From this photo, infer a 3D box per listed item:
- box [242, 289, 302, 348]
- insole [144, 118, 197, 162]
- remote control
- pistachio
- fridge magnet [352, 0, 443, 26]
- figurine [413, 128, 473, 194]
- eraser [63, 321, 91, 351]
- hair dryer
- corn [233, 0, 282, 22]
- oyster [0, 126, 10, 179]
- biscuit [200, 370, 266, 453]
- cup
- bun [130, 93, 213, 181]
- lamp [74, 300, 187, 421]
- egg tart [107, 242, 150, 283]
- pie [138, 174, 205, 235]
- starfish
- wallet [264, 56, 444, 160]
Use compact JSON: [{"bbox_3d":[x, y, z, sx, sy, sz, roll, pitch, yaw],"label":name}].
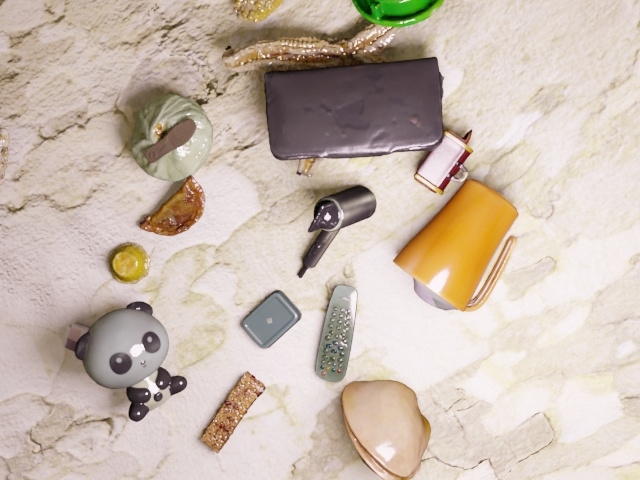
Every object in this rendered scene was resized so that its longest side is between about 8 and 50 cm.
[{"bbox_3d":[-0.112,0.180,1.853,0.126,0.031,0.091,-42,86,12],"label":"box"},{"bbox_3d":[-0.321,-0.213,1.760,0.135,0.002,0.045,-33,93,9],"label":"insole"},{"bbox_3d":[0.040,0.206,1.823,0.072,0.042,0.221,12,98,9],"label":"remote control"},{"bbox_3d":[0.129,0.392,1.715,0.213,0.260,0.162,27,109,1],"label":"pistachio"},{"bbox_3d":[0.163,-0.534,1.698,0.208,0.088,0.208,-5,65,11],"label":"fridge magnet"},{"bbox_3d":[0.275,-0.167,1.724,0.098,0.082,0.154,39,100,11],"label":"figurine"},{"bbox_3d":[-0.551,0.240,1.942,0.105,0.026,0.065,19,100,8],"label":"eraser"},{"bbox_3d":[0.000,0.000,1.760,0.078,0.196,0.248,42,122,18],"label":"hair dryer"},{"bbox_3d":[-0.083,-0.567,1.729,0.086,0.086,0.288,49,123,3],"label":"corn"},{"bbox_3d":[-0.805,-0.196,1.930,0.163,0.081,0.191,37,96,10],"label":"oyster"},{"bbox_3d":[-0.202,0.394,1.886,0.064,0.034,0.199,36,99,5],"label":"biscuit"},{"bbox_3d":[0.300,0.023,1.712,0.226,0.182,0.264,34,94,-27],"label":"cup"},{"bbox_3d":[-0.337,-0.227,1.821,0.196,0.118,0.195,1,98,10],"label":"bun"},{"bbox_3d":[-0.424,0.270,1.848,0.198,0.197,0.243,-24,106,11],"label":"lamp"},{"bbox_3d":[-0.447,0.053,1.902,0.105,0.039,0.105,0,92,11],"label":"egg tart"},{"bbox_3d":[-0.325,-0.063,1.870,0.191,0.033,0.088,-38,99,23],"label":"pie"},{"bbox_3d":[0.029,-0.315,1.759,0.432,0.082,0.323,-14,93,3],"label":"starfish"},{"bbox_3d":[0.071,-0.268,1.694,0.378,0.051,0.197,-4,89,6],"label":"wallet"}]
